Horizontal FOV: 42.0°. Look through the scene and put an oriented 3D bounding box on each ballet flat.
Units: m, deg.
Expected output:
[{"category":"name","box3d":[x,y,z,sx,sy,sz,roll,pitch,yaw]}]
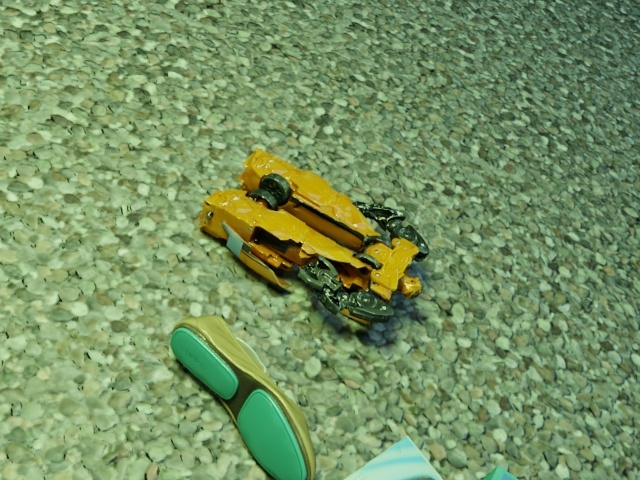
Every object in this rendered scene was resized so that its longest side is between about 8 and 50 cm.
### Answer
[{"category":"ballet flat","box3d":[-0.070,0.165,0.914,0.232,0.080,0.073,47,33,18]}]

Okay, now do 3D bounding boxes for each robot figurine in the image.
[{"category":"robot figurine","box3d":[0.000,0.000,1.087,0.291,0.085,0.211,32,45,6]}]

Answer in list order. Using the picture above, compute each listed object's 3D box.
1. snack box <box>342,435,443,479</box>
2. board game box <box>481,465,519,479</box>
[{"category":"snack box","box3d":[0.013,0.342,0.756,0.322,0.060,0.187,-28,65,-27]},{"category":"board game box","box3d":[0.208,0.365,0.873,0.160,0.047,0.210,34,45,8]}]
